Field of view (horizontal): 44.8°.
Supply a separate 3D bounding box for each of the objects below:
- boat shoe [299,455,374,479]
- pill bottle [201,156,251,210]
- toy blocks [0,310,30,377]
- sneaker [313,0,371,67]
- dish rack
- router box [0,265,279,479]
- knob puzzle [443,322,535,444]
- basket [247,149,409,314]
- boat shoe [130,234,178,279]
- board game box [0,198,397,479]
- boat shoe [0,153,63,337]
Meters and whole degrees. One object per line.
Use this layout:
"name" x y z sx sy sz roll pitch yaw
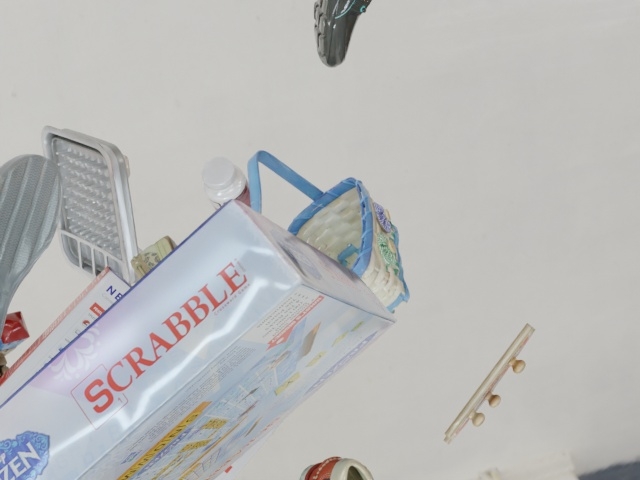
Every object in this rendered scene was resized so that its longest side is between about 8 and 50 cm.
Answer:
"boat shoe" 0.031 0.188 0.439 0.049 0.137 0.043 -19 173 -40
"pill bottle" -0.180 -0.097 1.527 0.086 0.086 0.152 -26 151 -3
"toy blocks" -0.631 0.217 1.207 0.261 0.191 0.381 -31 168 39
"sneaker" 0.054 -0.348 0.998 0.106 0.101 0.267 5 121 -12
"dish rack" -0.468 -0.071 1.624 0.072 0.285 0.333 -24 122 -39
"router box" -0.275 0.258 1.090 0.335 0.082 0.301 45 79 -15
"knob puzzle" 0.232 0.197 1.030 0.213 0.030 0.213 -46 161 -22
"basket" 0.000 0.000 1.255 0.289 0.255 0.201 27 128 -30
"boat shoe" -0.247 0.114 1.289 0.089 0.285 0.104 -26 135 -1
"board game box" -0.106 0.127 0.555 0.318 0.066 0.318 -41 163 4
"boat shoe" -0.320 0.020 0.728 0.083 0.076 0.226 38 63 -41
